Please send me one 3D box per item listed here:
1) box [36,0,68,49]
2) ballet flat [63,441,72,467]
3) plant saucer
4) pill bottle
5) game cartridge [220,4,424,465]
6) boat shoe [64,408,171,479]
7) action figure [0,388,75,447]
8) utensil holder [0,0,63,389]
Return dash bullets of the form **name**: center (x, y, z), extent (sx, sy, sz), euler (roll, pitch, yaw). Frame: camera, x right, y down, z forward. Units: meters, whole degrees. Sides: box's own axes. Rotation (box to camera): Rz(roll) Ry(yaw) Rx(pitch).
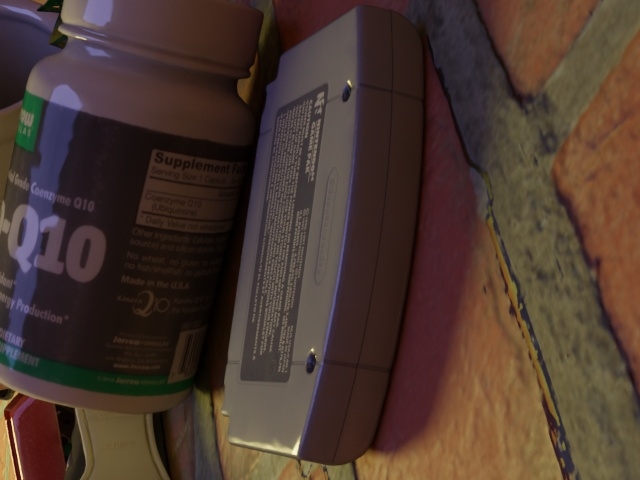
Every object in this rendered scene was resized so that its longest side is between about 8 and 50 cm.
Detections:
- **box**: center (-0.217, -0.212, 1.272), extent (0.105, 0.179, 0.043), euler (7, 78, 69)
- **ballet flat**: center (-0.239, 0.267, 1.278), extent (0.188, 0.070, 0.070), euler (-160, 82, -70)
- **plant saucer**: center (-0.304, 0.281, 1.294), extent (0.259, 0.047, 0.258), euler (156, 103, -72)
- **pill bottle**: center (-0.174, -0.047, 1.052), extent (0.204, 0.204, 0.361), euler (-146, 69, -67)
- **game cartridge**: center (0.000, 0.000, 0.802), extent (0.196, 0.060, 0.294), euler (164, 115, -70)
- **boat shoe**: center (-0.192, 0.245, 1.110), extent (0.335, 0.112, 0.095), euler (-103, 14, -57)
- **action figure**: center (-0.372, 0.172, 1.576), extent (0.185, 0.099, 0.285), euler (-53, 37, 16)
- **utensil holder**: center (-0.431, -0.053, 1.421), extent (0.327, 0.327, 0.385), euler (-108, 15, -52)
